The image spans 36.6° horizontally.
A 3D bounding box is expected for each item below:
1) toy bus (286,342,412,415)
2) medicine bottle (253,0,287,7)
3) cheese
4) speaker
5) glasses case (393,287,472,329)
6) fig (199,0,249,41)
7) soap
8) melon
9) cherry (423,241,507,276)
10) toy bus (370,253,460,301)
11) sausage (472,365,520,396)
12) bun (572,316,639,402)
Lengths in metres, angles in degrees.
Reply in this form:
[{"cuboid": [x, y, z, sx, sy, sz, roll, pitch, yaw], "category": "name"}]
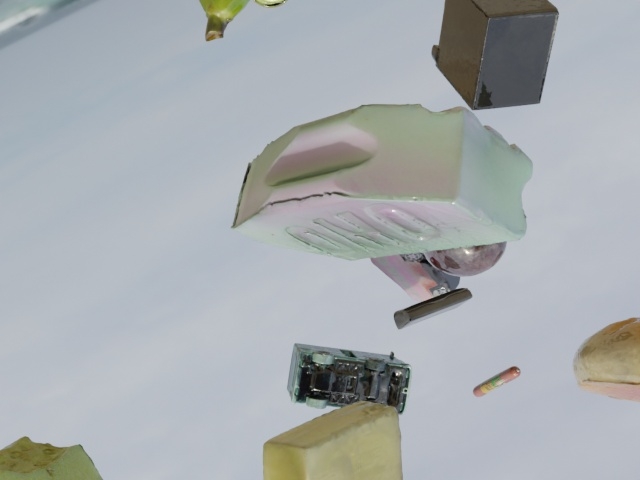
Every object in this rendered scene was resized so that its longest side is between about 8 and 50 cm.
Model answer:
[{"cuboid": [0.061, 0.305, 2.147, 0.256, 0.128, 0.147, 8, -176, -11], "category": "toy bus"}, {"cuboid": [-0.106, -0.630, 2.334, 0.124, 0.124, 0.239, -22, -165, 13], "category": "medicine bottle"}, {"cuboid": [0.026, 0.444, 1.778, 0.123, 0.243, 0.265, 4, -168, 43], "category": "cheese"}, {"cuboid": [0.385, -0.449, 2.161, 0.184, 0.232, 0.254, -8, -142, -15], "category": "speaker"}, {"cuboid": [0.257, 0.153, 2.219, 0.190, 0.042, 0.072, -17, 172, -33], "category": "glasses case"}, {"cuboid": [-0.095, -0.425, 1.342, 0.233, 0.314, 0.233, -18, 162, -6], "category": "fig"}, {"cuboid": [0.072, -0.080, 1.513, 0.446, 0.261, 0.156, -7, -114, 44], "category": "soap"}, {"cuboid": [-0.601, 0.499, 1.868, 0.331, 0.226, 0.343, 22, -161, 12], "category": "melon"}, {"cuboid": [0.233, -0.021, 1.646, 0.140, 0.176, 0.176, -7, -175, -34], "category": "cherry"}, {"cuboid": [0.227, 0.035, 2.337, 0.147, 0.302, 0.128, -12, -126, 29], "category": "toy bus"}, {"cuboid": [0.411, 0.331, 2.270, 0.029, 0.029, 0.223, -37, 173, -29], "category": "sausage"}, {"cuboid": [0.663, 0.234, 1.952, 0.299, 0.299, 0.165, -5, -112, 48], "category": "bun"}]
